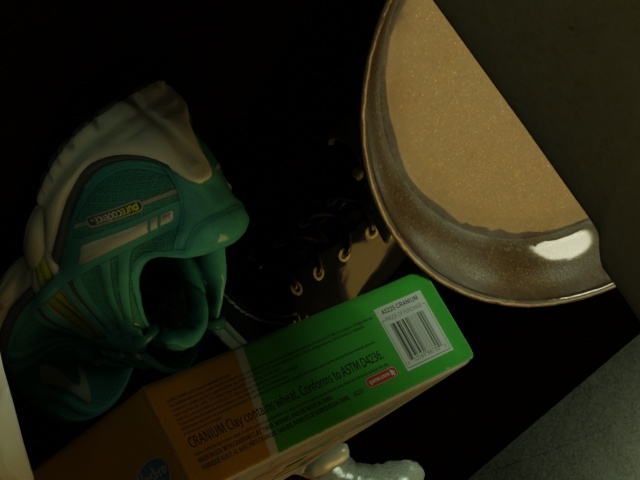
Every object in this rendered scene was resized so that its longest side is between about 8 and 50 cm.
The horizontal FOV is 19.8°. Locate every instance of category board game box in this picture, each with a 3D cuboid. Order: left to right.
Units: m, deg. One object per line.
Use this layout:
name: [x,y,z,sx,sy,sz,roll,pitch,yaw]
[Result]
board game box: [-0.090,0.142,1.123,0.242,0.064,0.316,-20,168,-46]

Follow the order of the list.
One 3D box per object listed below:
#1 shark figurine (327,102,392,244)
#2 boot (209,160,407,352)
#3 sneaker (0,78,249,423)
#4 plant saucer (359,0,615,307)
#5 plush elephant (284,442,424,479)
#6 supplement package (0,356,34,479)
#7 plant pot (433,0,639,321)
shark figurine: [0.136,-0.115,1.184,0.278,0.116,0.166,-31,159,-38]
boot: [-0.001,-0.001,1.226,0.178,0.085,0.236,-48,163,7]
sneaker: [-0.111,0.034,1.003,0.107,0.110,0.275,-31,161,-32]
plant saucer: [0.153,-0.108,1.108,0.311,0.050,0.310,-12,119,-24]
plush elephant: [-0.041,0.217,1.427,0.255,0.330,0.272,-60,-177,-17]
supplement package: [-0.244,0.073,0.730,0.203,0.149,0.194,-35,163,-17]
plant pot: [0.168,-0.155,0.801,0.334,0.305,0.334,-38,163,-14]
